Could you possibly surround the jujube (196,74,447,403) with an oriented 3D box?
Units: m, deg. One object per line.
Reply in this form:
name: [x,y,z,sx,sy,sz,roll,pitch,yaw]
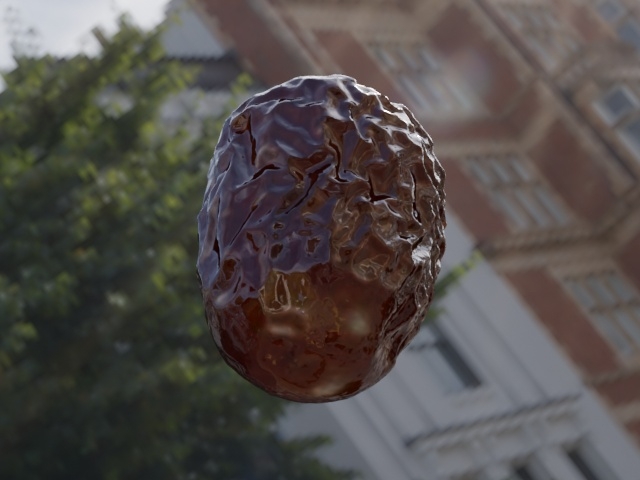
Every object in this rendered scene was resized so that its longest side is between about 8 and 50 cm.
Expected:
jujube: [0.000,0.000,0.857,0.112,0.176,0.109,-3,-51,9]
